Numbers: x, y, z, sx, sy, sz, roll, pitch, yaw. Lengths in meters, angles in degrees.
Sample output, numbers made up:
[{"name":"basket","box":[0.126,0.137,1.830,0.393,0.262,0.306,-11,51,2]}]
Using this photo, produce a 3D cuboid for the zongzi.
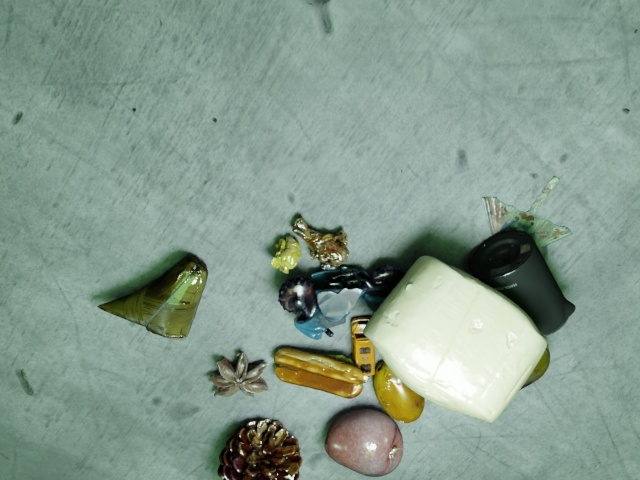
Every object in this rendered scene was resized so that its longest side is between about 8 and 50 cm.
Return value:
[{"name":"zongzi","box":[-0.525,0.156,1.604,0.300,0.138,0.286,19,108,-8]}]

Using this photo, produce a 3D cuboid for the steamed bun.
[{"name":"steamed bun","box":[0.386,0.296,1.536,0.456,0.290,0.371,37,86,5]}]

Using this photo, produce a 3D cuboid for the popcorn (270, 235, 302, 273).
[{"name":"popcorn","box":[-0.103,0.045,1.595,0.089,0.097,0.109,33,94,-17]}]

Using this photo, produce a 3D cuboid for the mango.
[{"name":"mango","box":[0.279,0.524,1.793,0.156,0.151,0.248,-33,104,-27]}]

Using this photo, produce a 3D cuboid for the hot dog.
[{"name":"hot dog","box":[0.003,0.441,1.729,0.337,0.100,0.135,8,115,18]}]

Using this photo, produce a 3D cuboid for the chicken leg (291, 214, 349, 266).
[{"name":"chicken leg","box":[-0.002,0.007,1.599,0.196,0.080,0.125,19,100,-2]}]

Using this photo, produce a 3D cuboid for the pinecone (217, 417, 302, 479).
[{"name":"pinecone","box":[-0.211,0.787,1.817,0.298,0.242,0.295,17,113,-2]}]

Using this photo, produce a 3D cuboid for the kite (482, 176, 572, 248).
[{"name":"kite","box":[0.651,-0.064,1.624,0.335,0.011,0.314,21,110,-11]}]

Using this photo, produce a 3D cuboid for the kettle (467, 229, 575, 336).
[{"name":"kettle","box":[0.609,0.161,1.614,0.262,0.203,0.308,-35,114,10]}]

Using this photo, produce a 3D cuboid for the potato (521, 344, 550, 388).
[{"name":"potato","box":[0.625,0.425,1.732,0.307,0.173,0.210,-42,144,18]}]

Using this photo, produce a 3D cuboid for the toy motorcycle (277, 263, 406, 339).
[{"name":"toy motorcycle","box":[0.074,0.195,1.640,0.416,0.172,0.232,-9,119,-8]}]

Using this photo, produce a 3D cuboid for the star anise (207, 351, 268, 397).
[{"name":"star anise","box":[-0.280,0.463,1.772,0.212,0.073,0.196,5,116,-8]}]

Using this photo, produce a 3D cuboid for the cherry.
[{"name":"cherry","box":[0.156,0.710,1.806,0.308,0.221,0.261,-9,142,26]}]

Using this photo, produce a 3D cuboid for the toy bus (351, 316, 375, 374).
[{"name":"toy bus","box":[0.148,0.358,1.736,0.083,0.088,0.194,-4,113,0]}]
